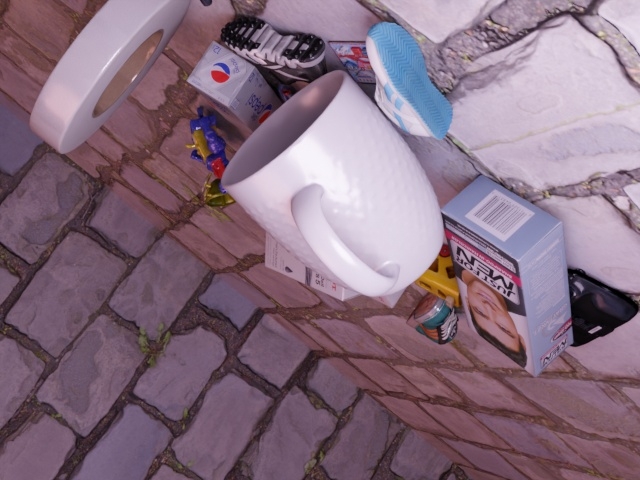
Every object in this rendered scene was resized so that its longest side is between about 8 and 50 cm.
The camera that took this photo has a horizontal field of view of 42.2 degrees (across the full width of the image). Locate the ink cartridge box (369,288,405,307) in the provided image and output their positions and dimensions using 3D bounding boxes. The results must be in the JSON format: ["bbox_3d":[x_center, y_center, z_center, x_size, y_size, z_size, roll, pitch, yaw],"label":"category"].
[{"bbox_3d":[0.094,0.052,2.105,0.237,0.100,0.172,24,159,37],"label":"ink cartridge box"}]

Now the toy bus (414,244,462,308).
[{"bbox_3d":[0.301,0.095,1.815,0.191,0.104,0.202,42,163,-19],"label":"toy bus"}]

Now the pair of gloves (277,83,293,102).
[{"bbox_3d":[-0.023,-0.234,1.589,0.159,0.023,0.198,48,180,-17],"label":"pair of gloves"}]

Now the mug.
[{"bbox_3d":[0.042,-0.050,1.354,0.328,0.276,0.374,46,-159,-20],"label":"mug"}]

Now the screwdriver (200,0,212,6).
[{"bbox_3d":[-0.231,-0.485,1.457,0.024,0.025,0.170,23,150,38],"label":"screwdriver"}]

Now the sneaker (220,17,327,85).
[{"bbox_3d":[-0.080,-0.325,1.474,0.234,0.078,0.106,23,156,31],"label":"sneaker"}]

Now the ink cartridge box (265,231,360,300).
[{"bbox_3d":[0.000,0.000,1.967,0.273,0.115,0.198,21,117,40],"label":"ink cartridge box"}]

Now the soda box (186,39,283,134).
[{"bbox_3d":[-0.156,-0.279,1.594,0.098,0.091,0.286,33,180,10],"label":"soda box"}]

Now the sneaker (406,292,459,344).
[{"bbox_3d":[0.303,0.195,2.095,0.121,0.108,0.302,34,171,4],"label":"sneaker"}]

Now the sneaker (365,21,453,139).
[{"bbox_3d":[0.120,-0.242,1.292,0.092,0.087,0.228,13,152,42],"label":"sneaker"}]

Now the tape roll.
[{"bbox_3d":[-0.380,-0.327,1.520,0.072,0.392,0.392,38,163,-7],"label":"tape roll"}]

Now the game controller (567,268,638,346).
[{"bbox_3d":[0.502,0.138,1.650,0.166,0.067,0.319,20,162,3],"label":"game controller"}]

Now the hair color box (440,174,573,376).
[{"bbox_3d":[0.349,0.073,1.527,0.185,0.113,0.374,38,162,39],"label":"hair color box"}]

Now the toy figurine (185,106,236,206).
[{"bbox_3d":[-0.238,-0.227,2.033,0.362,0.191,0.217,117,128,-80],"label":"toy figurine"}]

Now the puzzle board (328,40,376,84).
[{"bbox_3d":[0.078,-0.291,1.376,0.128,0.011,0.096,17,155,48],"label":"puzzle board"}]
